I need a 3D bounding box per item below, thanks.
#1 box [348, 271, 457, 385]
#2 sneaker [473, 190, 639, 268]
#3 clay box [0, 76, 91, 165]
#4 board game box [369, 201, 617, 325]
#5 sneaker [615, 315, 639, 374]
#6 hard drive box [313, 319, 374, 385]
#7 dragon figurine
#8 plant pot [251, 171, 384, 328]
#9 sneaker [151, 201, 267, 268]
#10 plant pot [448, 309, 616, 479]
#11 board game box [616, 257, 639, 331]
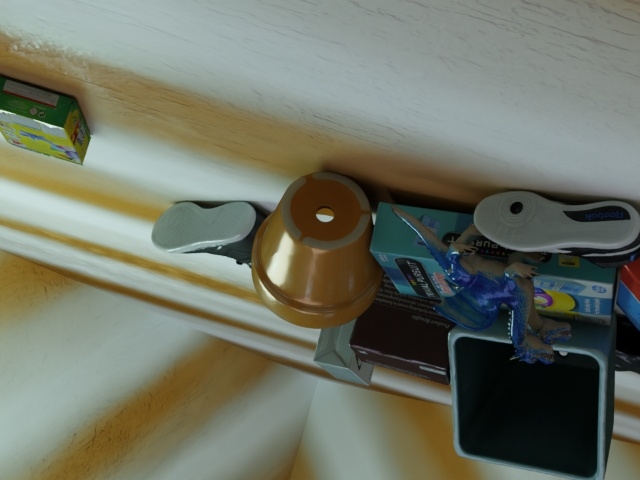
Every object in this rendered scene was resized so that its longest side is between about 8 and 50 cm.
[{"bbox_3d":[0.162,0.117,1.779,0.168,0.203,0.167,14,167,13],"label":"box"},{"bbox_3d":[0.313,-0.004,1.350,0.216,0.079,0.121,7,164,33],"label":"sneaker"},{"bbox_3d":[-0.425,-0.176,1.598,0.127,0.053,0.222,17,169,-2],"label":"clay box"},{"bbox_3d":[0.264,0.039,1.547,0.335,0.079,0.254,8,165,17],"label":"board game box"},{"bbox_3d":[0.599,0.203,1.842,0.286,0.109,0.130,14,161,1],"label":"sneaker"},{"bbox_3d":[0.070,0.216,2.373,0.089,0.181,0.232,11,167,16],"label":"hard drive box"},{"bbox_3d":[0.205,0.063,1.393,0.289,0.144,0.085,21,-147,8],"label":"dragon figurine"},{"bbox_3d":[0.000,0.000,1.549,0.205,0.205,0.188,15,152,4],"label":"plant pot"},{"bbox_3d":[-0.183,0.001,1.930,0.295,0.105,0.147,-3,153,44],"label":"sneaker"},{"bbox_3d":[0.373,0.209,1.734,0.247,0.247,0.252,7,-152,26],"label":"plant pot"},{"bbox_3d":[0.527,0.159,1.405,0.317,0.064,0.242,53,-179,22],"label":"board game box"}]
